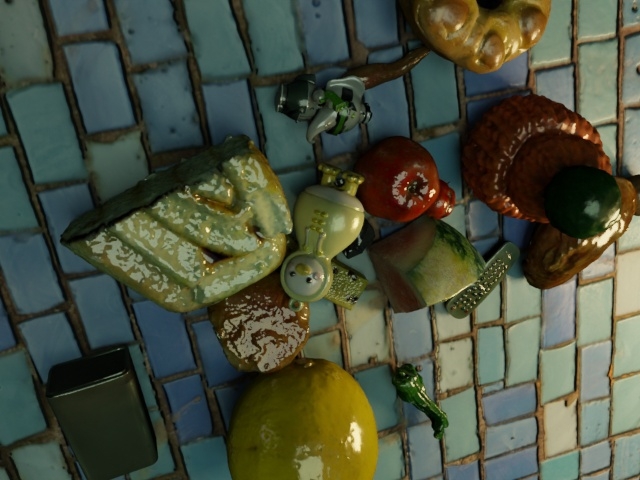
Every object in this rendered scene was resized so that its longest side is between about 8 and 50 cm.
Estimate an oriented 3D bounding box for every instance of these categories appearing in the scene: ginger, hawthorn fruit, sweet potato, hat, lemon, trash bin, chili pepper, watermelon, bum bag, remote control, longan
[{"bbox_3d":[0.576,-0.022,1.504,0.321,0.165,0.172,-49,151,15],"label":"ginger"},{"bbox_3d":[0.157,-0.119,1.336,0.189,0.189,0.189,-5,111,-15],"label":"hawthorn fruit"},{"bbox_3d":[0.139,-0.346,1.320,0.214,0.050,0.050,-23,114,-12],"label":"sweet potato"},{"bbox_3d":[0.476,-0.148,1.300,0.285,0.400,0.285,-5,107,-16],"label":"hat"},{"bbox_3d":[-0.038,0.420,1.395,0.348,0.348,0.348,-5,111,-15],"label":"lemon"},{"bbox_3d":[-0.440,0.362,1.365,0.164,0.122,0.240,-17,115,-11],"label":"trash bin"},{"bbox_3d":[0.240,0.379,1.581,0.074,0.100,0.257,-37,118,5],"label":"chili pepper"},{"bbox_3d":[0.234,0.072,1.432,0.310,0.231,0.193,-49,123,-46],"label":"watermelon"},{"bbox_3d":[0.049,-0.048,1.398,0.087,0.049,0.198,-32,115,2],"label":"bum bag"},{"bbox_3d":[0.379,0.091,1.550,0.072,0.042,0.222,38,96,-24],"label":"remote control"},{"bbox_3d":[0.252,-0.093,1.425,0.093,0.093,0.093,-5,111,-15],"label":"hawthorn fruit"},{"bbox_3d":[0.753,-0.104,1.563,0.113,0.092,0.113,-8,124,-11],"label":"longan"}]

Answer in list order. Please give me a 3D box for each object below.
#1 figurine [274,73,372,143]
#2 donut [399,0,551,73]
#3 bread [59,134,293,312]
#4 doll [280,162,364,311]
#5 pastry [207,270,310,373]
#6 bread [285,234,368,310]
[{"bbox_3d":[0.010,-0.257,1.277,0.192,0.126,0.147,5,148,-17],"label":"figurine"},{"bbox_3d":[0.291,-0.481,1.251,0.299,0.150,0.317,-20,110,-11],"label":"donut"},{"bbox_3d":[-0.239,-0.002,1.223,0.395,0.239,0.264,-29,115,-4],"label":"bread"},{"bbox_3d":[-0.002,0.000,1.288,0.141,0.117,0.296,19,87,10],"label":"doll"},{"bbox_3d":[-0.135,0.162,1.364,0.229,0.100,0.218,31,83,-8],"label":"pastry"},{"bbox_3d":[-0.007,0.068,1.423,0.226,0.049,0.088,28,100,-23],"label":"bread"}]
